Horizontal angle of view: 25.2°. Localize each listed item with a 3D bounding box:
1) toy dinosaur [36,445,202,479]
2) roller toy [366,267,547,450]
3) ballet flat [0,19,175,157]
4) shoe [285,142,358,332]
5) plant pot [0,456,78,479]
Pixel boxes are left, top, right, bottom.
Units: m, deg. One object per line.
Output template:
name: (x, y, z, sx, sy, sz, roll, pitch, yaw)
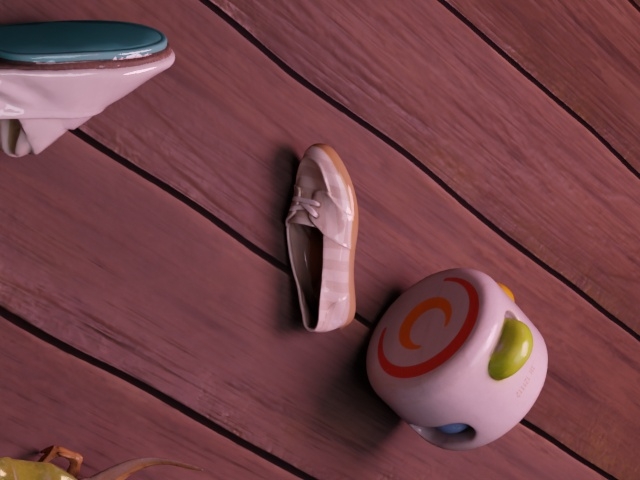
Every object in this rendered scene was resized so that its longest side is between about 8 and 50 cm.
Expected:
toy dinosaur: (-0.234, 0.254, 1.445, 0.211, 0.064, 0.112, -44, 111, 10)
roller toy: (0.164, 0.143, 1.697, 0.191, 0.209, 0.146, -39, 122, 9)
ballet flat: (-0.328, -0.135, 1.335, 0.400, 0.139, 0.139, -7, 97, -34)
shoe: (0.000, 0.000, 1.625, 0.058, 0.076, 0.219, -15, 104, -43)
plant pot: (-0.306, 0.318, 1.210, 0.276, 0.254, 0.276, 38, 30, -26)
